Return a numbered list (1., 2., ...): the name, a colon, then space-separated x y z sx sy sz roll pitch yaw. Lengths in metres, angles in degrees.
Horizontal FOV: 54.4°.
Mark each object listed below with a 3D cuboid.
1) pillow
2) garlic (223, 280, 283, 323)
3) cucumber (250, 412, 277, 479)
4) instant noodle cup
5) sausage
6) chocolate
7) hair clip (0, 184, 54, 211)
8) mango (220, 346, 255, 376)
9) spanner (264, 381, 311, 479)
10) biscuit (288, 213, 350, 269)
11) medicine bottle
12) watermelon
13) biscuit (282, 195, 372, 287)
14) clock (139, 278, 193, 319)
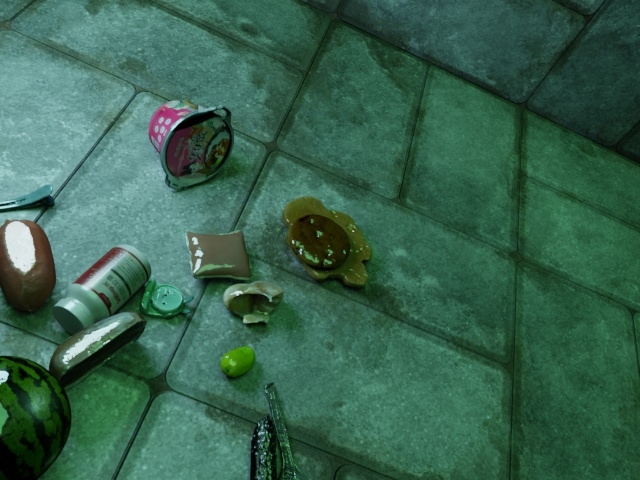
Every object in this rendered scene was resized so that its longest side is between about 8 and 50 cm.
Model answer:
1. pillow: -0.301 0.046 1.826 0.179 0.075 0.171 1 54 -25
2. garlic: -0.190 0.164 1.775 0.174 0.099 0.124 2 38 -22
3. cucumber: -0.134 0.564 1.498 0.072 0.072 0.300 8 51 -19
4. instant noodle cup: -0.428 -0.330 1.969 0.302 0.258 0.181 -48 57 -1
5. sausage: -0.750 0.051 1.580 0.148 0.148 0.254 -12 57 -32
6. chocolate: -0.543 0.248 1.496 0.080 0.157 0.254 46 49 9
7. hair clip: -0.853 -0.101 1.712 0.229 0.070 0.039 -17 66 -26
8. mango: -0.217 0.321 1.660 0.073 0.056 0.108 48 47 9
9. spanner: -0.092 0.511 1.588 0.093 0.026 0.325 0 53 -26
10. biscuit: 0.000 0.000 1.960 0.212 0.036 0.212 13 49 -16
11. medicine bottle: -0.558 0.126 1.607 0.131 0.131 0.250 34 47 4
12. watermelon: -0.659 0.378 1.267 0.285 0.285 0.285 13 50 -15
13. biscuit: 0.024 0.008 2.021 0.269 0.051 0.376 -23 66 -35
14. clock: -0.418 0.164 1.702 0.135 0.041 0.101 15 49 -13
